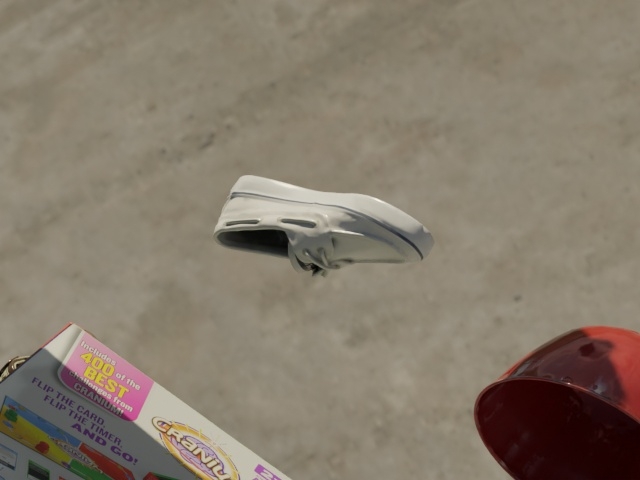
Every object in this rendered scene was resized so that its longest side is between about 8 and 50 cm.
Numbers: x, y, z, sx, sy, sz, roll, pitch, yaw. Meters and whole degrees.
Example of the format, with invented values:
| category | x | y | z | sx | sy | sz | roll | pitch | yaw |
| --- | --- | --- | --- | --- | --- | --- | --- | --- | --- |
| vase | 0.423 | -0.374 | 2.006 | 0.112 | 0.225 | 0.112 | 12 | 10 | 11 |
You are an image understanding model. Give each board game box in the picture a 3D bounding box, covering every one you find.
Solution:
| category | x | y | z | sx | sy | sz | roll | pitch | yaw |
| --- | --- | --- | --- | --- | --- | --- | --- | --- | --- |
| board game box | -0.154 | 0.197 | 1.229 | 0.064 | 0.242 | 0.316 | -56 | -4 | 21 |

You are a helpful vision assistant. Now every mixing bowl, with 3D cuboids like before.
| category | x | y | z | sx | sy | sz | roll | pitch | yaw |
| --- | --- | --- | --- | --- | --- | --- | --- | --- | --- |
| mixing bowl | 0.218 | 0.130 | 1.310 | 0.181 | 0.181 | 0.098 | 9 | 49 | 39 |

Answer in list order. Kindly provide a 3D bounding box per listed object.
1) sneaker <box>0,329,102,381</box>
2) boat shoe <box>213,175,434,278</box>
| category | x | y | z | sx | sy | sz | roll | pitch | yaw |
| --- | --- | --- | --- | --- | --- | --- | --- | --- | --- |
| sneaker | -0.279 | 0.139 | 1.563 | 0.188 | 0.071 | 0.066 | -34 | 46 | -7 |
| boat shoe | 0.000 | 0.000 | 1.836 | 0.258 | 0.095 | 0.084 | 10 | 62 | 38 |
